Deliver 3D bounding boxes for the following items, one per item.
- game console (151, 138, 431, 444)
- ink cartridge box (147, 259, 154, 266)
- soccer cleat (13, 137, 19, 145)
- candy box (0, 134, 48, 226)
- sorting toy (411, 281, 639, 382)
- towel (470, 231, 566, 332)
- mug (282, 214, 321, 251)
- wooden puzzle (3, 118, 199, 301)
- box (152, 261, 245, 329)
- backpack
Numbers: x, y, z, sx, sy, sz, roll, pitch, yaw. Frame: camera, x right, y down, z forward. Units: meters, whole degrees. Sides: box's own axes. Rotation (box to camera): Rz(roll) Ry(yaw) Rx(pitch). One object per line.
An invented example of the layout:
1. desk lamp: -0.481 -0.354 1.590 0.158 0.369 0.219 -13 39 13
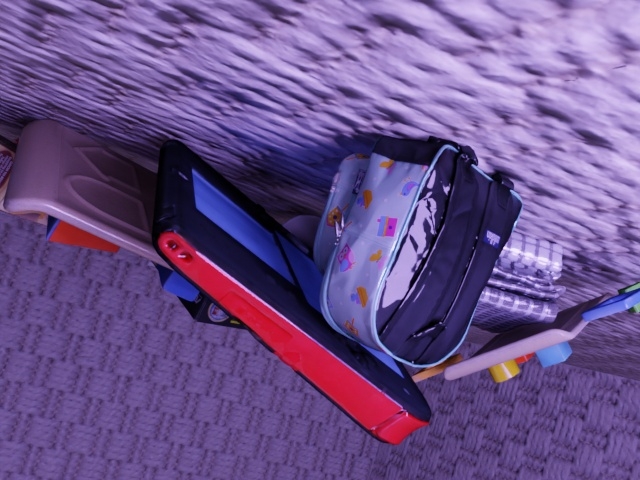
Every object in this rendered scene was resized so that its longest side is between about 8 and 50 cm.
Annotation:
1. game console: -0.044 0.035 0.737 0.342 0.060 0.386 45 -176 -22
2. ink cartridge box: -0.243 0.040 1.601 0.308 0.128 0.223 13 173 -5
3. soccer cleat: -0.460 -0.121 1.172 0.248 0.083 0.095 10 151 15
4. candy box: -0.535 -0.132 1.030 0.317 0.087 0.183 30 177 17
5. sorting toy: 0.280 0.138 0.859 0.348 0.047 0.196 -31 168 39
6. towel: 0.173 0.049 0.889 0.235 0.121 0.283 16 172 -1
7. mug: 0.005 0.043 1.136 0.151 0.113 0.169 13 162 13
8. wooden puzzle: -0.251 -0.030 0.906 0.348 0.080 0.322 23 -165 -29
9. box: -0.158 0.059 1.090 0.216 0.060 0.270 18 -165 -41
10. backpack: 0.079 0.014 0.599 0.145 0.188 0.166 10 170 42
